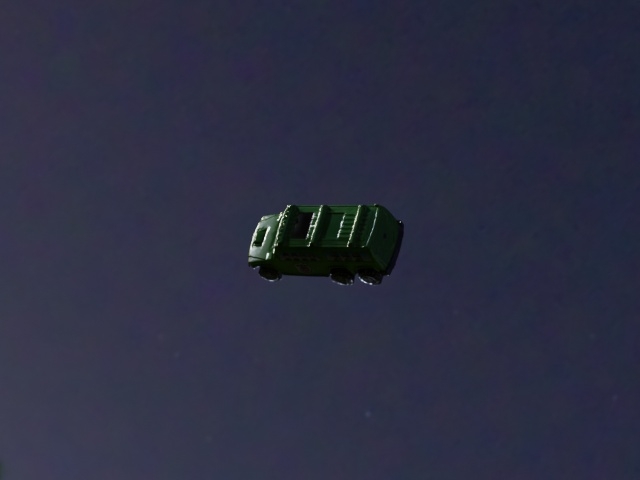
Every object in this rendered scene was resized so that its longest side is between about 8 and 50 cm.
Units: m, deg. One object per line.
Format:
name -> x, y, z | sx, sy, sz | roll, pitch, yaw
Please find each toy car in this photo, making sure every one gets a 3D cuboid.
toy car -> 0.000, 0.000, 1.515 | 0.165, 0.071, 0.062 | 1, -33, 28
